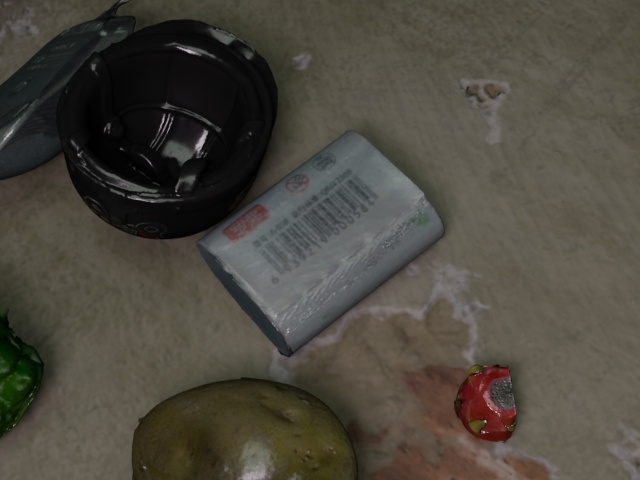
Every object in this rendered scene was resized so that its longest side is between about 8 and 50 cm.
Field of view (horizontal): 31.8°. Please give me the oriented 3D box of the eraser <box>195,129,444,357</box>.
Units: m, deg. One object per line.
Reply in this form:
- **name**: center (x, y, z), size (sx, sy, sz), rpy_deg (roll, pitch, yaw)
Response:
- **eraser**: center (0.000, 0.000, 1.260), size (0.227, 0.081, 0.174), rpy_deg (-37, 69, -16)

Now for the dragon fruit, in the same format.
- **dragon fruit**: center (0.170, 0.165, 1.171), size (0.060, 0.056, 0.083), rpy_deg (-3, 63, 1)

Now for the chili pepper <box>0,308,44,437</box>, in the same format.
- **chili pepper**: center (-0.462, 0.196, 1.116), size (0.167, 0.213, 0.385), rpy_deg (24, 61, 38)

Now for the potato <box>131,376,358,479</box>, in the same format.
- **potato**: center (-0.077, 0.223, 1.104), size (0.235, 0.160, 0.178), rpy_deg (17, 39, 24)

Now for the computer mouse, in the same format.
- **computer mouse**: center (-0.302, -0.189, 1.363), size (0.167, 0.090, 0.379), rpy_deg (8, 51, 48)

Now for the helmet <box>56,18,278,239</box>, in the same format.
- **helmet**: center (-0.173, -0.110, 1.285), size (0.230, 0.160, 0.279), rpy_deg (23, 50, 6)
